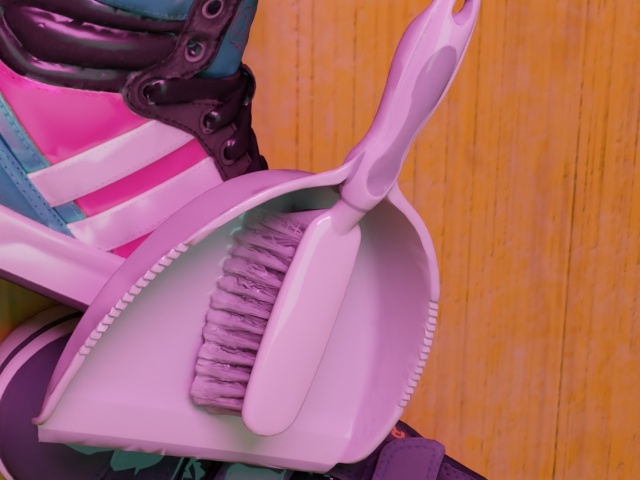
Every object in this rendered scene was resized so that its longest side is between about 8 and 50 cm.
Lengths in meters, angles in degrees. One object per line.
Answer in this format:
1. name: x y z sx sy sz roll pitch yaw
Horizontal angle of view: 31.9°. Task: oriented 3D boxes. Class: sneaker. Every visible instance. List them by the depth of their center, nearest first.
1. sneaker: -0.048 -0.058 0.466 0.296 0.124 0.178 26 101 -29
2. sneaker: -0.003 0.128 0.534 0.321 0.127 0.126 27 92 -29

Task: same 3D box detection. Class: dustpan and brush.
1. dustpan and brush: 0.000 0.000 0.405 0.147 0.060 0.211 14 102 -34
